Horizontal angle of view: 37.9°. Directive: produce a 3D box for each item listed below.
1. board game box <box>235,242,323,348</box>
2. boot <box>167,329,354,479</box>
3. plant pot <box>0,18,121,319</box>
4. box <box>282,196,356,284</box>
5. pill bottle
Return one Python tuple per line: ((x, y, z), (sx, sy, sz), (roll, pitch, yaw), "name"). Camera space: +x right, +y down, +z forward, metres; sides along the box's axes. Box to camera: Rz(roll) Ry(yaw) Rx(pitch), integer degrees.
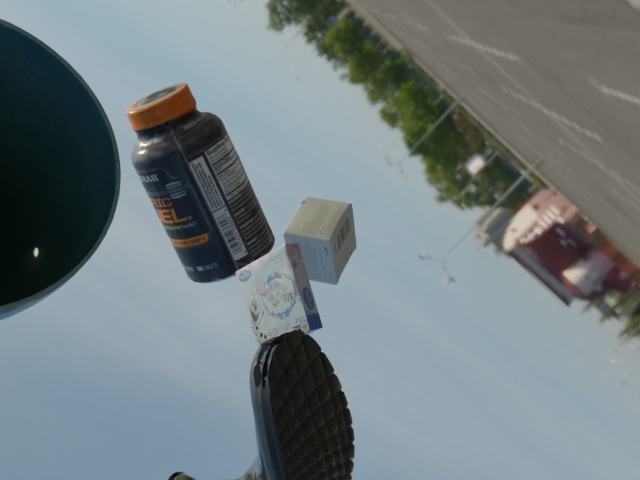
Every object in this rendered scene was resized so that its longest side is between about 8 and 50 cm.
((-0.043, 0.059, 0.940), (0.020, 0.090, 0.090), (-7, -104, -42), "board game box")
((-0.077, 0.254, 0.936), (0.118, 0.222, 0.338), (-24, -72, -53), "boot")
((-0.351, -0.039, 0.847), (0.290, 0.195, 0.290), (13, -119, -25), "plant pot")
((0.000, 0.000, 1.523), (0.087, 0.102, 0.101), (10, -137, 19), "box")
((-0.163, -0.078, 1.213), (0.130, 0.130, 0.246), (-108, -5, -69), "pill bottle")
